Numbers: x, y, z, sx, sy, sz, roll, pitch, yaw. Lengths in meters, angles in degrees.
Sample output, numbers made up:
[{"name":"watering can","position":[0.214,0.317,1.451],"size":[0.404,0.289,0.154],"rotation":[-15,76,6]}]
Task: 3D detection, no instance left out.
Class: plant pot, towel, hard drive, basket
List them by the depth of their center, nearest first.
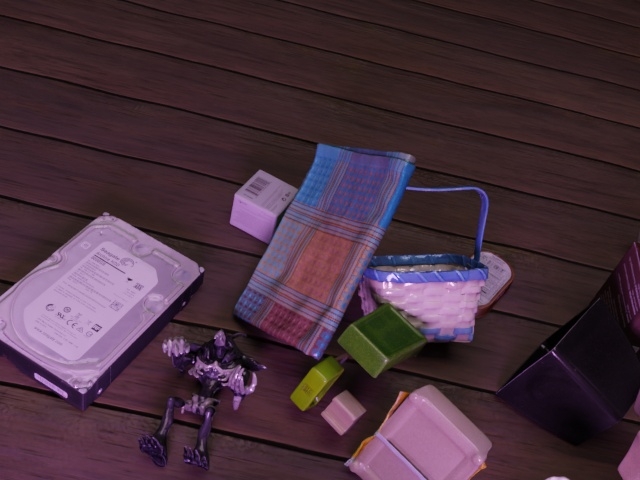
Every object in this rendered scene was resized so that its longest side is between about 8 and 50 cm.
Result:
[{"name":"towel","position":[0.000,0.000,1.393],"size":[0.040,0.370,0.271],"rotation":[33,-9,-36]},{"name":"hard drive","position":[-0.392,0.108,1.399],"size":[0.237,0.064,0.339],"rotation":[29,45,12]},{"name":"plant pot","position":[0.465,0.247,1.436],"size":[0.167,0.188,0.187],"rotation":[46,50,12]},{"name":"basket","position":[0.177,0.040,1.471],"size":[0.255,0.288,0.201],"rotation":[2,11,-14]}]

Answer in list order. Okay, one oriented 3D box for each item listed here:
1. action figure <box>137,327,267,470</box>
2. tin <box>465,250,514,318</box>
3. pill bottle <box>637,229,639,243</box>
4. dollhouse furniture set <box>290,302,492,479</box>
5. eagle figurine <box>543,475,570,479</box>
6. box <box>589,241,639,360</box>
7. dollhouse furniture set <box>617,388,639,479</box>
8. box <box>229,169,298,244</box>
[{"name":"action figure","position":[-0.181,0.227,1.291],"size":[0.164,0.141,0.275],"rotation":[16,48,2]},{"name":"tin","position":[0.324,0.086,1.647],"size":[0.106,0.040,0.190],"rotation":[33,47,21]},{"name":"pill bottle","position":[0.866,0.007,1.788],"size":[0.278,0.162,0.162],"rotation":[1,47,-15]},{"name":"dollhouse furniture set","position":[0.132,0.285,1.311],"size":[0.301,0.197,0.151],"rotation":[44,25,18]},{"name":"eagle figurine","position":[0.331,0.508,1.110],"size":[0.225,0.226,0.298],"rotation":[49,16,-12]},{"name":"box","position":[0.655,0.141,1.568],"size":[0.169,0.203,0.167],"rotation":[12,45,-4]},{"name":"dollhouse furniture set","position":[0.600,0.305,1.243],"size":[0.262,0.135,0.259],"rotation":[0,35,-14]},{"name":"box","position":[-0.114,-0.068,1.632],"size":[0.102,0.087,0.101],"rotation":[29,46,11]}]
